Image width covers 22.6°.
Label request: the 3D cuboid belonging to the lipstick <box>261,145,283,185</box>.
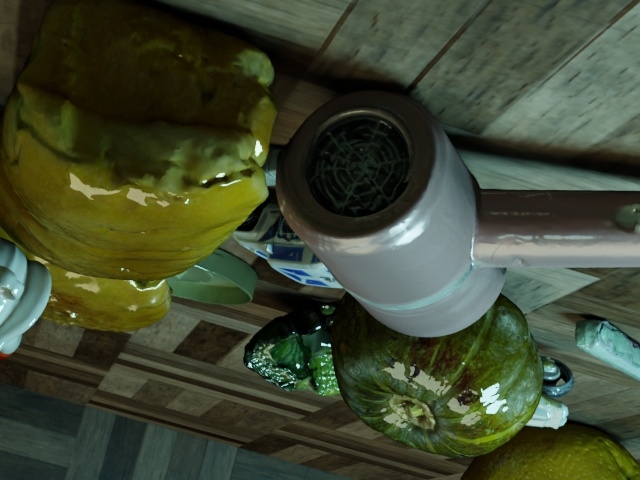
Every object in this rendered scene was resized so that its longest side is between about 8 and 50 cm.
[{"bbox_3d":[-0.024,-0.061,1.271,0.107,0.025,0.025,-5,156,41],"label":"lipstick"}]

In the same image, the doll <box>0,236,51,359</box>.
[{"bbox_3d":[-0.331,0.047,1.347,0.188,0.099,0.384,34,161,-26],"label":"doll"}]

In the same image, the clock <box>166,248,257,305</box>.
[{"bbox_3d":[-0.185,0.024,1.747,0.235,0.029,0.235,14,166,4],"label":"clock"}]

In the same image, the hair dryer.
[{"bbox_3d":[0.162,-0.019,1.119,0.352,0.125,0.210,-1,160,18],"label":"hair dryer"}]

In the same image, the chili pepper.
[{"bbox_3d":[0.044,0.136,1.829,0.264,0.116,0.148,17,177,-9],"label":"chili pepper"}]

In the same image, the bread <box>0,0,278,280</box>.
[{"bbox_3d":[-0.144,-0.053,1.161,0.195,0.149,0.344,17,166,-9],"label":"bread"}]

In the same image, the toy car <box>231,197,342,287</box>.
[{"bbox_3d":[0.000,0.000,1.388,0.170,0.070,0.080,3,162,39],"label":"toy car"}]

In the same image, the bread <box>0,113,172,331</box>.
[{"bbox_3d":[-0.252,-0.014,1.439,0.268,0.146,0.268,13,162,4],"label":"bread"}]

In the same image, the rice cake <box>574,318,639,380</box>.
[{"bbox_3d":[0.320,0.122,1.621,0.033,0.033,0.207,0,160,41],"label":"rice cake"}]

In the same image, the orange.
[{"bbox_3d":[0.311,0.362,2.134,0.264,0.264,0.264,13,166,3],"label":"orange"}]

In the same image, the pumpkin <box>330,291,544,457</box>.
[{"bbox_3d":[0.115,0.105,1.536,0.219,0.162,0.219,25,148,17],"label":"pumpkin"}]

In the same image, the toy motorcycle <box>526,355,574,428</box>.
[{"bbox_3d":[0.152,0.145,1.692,0.228,0.151,0.074,16,122,11],"label":"toy motorcycle"}]
